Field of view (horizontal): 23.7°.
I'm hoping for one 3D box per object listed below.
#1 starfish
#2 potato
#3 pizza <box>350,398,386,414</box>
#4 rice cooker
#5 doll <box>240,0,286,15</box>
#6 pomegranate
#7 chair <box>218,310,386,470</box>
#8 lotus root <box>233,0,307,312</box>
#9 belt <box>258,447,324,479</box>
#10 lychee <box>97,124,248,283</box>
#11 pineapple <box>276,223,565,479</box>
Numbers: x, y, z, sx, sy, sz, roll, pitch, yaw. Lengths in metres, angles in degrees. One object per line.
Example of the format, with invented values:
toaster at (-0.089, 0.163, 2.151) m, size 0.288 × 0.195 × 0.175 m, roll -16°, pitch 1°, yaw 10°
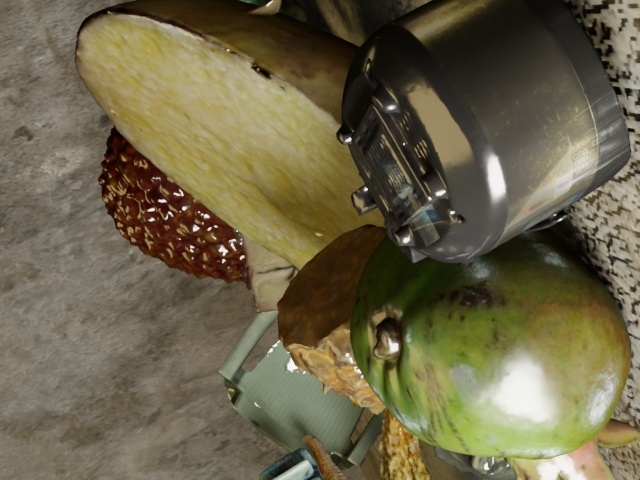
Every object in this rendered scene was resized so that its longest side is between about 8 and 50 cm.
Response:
starfish at (0.125, 0.332, 1.630) m, size 0.398 × 0.132 × 0.383 m, roll 115°, pitch 135°, yaw -67°
potato at (-0.015, -0.085, 1.021) m, size 0.299 × 0.116 × 0.239 m, roll 34°, pitch 162°, yaw -1°
pizza at (0.052, 0.107, 1.563) m, size 0.182 × 0.063 × 0.161 m, roll -128°, pitch 32°, yaw -65°
rice cooker at (0.069, -0.053, 0.671) m, size 0.112 × 0.106 × 0.165 m, roll 60°, pitch 163°, yaw 7°
doll at (-0.041, -0.207, 1.116) m, size 0.158 × 0.059 × 0.159 m, roll -127°, pitch 31°, yaw -51°
pomegranate at (0.100, 0.072, 0.827) m, size 0.191 × 0.131 × 0.152 m, roll 59°, pitch 176°, yaw -38°
chair at (-0.004, 0.167, 1.876) m, size 0.203 × 0.190 × 0.274 m, roll 34°, pitch 177°, yaw 3°
lotus root at (-0.029, -0.073, 1.264) m, size 0.170 × 0.074 × 0.260 m, roll 4°, pitch -106°, yaw -72°
belt at (-0.008, 0.334, 1.710) m, size 0.087 × 0.072 × 0.302 m, roll 57°, pitch 170°, yaw 39°
lychee at (-0.099, -0.069, 1.552) m, size 0.271 × 0.236 × 0.236 m, roll 39°, pitch -179°, yaw -16°
pineapple at (0.081, 0.086, 0.976) m, size 0.237 × 0.111 × 0.119 m, roll 40°, pitch -175°, yaw -33°
